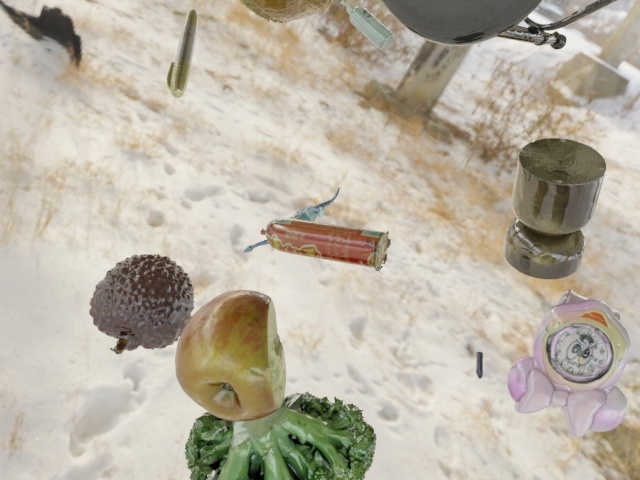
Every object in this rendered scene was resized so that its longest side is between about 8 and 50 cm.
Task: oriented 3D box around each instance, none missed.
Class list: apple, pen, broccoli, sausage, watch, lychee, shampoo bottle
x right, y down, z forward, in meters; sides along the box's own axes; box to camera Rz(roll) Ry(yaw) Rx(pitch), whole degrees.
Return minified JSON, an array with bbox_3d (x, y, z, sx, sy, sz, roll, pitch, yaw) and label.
[{"bbox_3d":[-0.119,0.162,1.009,0.160,0.195,0.173,8,41,16],"label":"apple"},{"bbox_3d":[-0.258,-0.355,1.326,0.040,0.032,0.233,-5,54,7],"label":"pen"},{"bbox_3d":[-0.094,0.454,1.400,0.414,0.320,0.310,3,-13,25],"label":"broccoli"},{"bbox_3d":[0.000,0.000,1.349,0.264,0.083,0.083,9,14,25],"label":"sausage"},{"bbox_3d":[0.480,0.226,1.334,0.211,0.248,0.217,24,4,14],"label":"watch"},{"bbox_3d":[-0.468,0.173,1.855,0.264,0.264,0.300,28,58,-6],"label":"lychee"},{"bbox_3d":[0.123,-0.612,1.972,0.195,0.056,0.056,46,27,16],"label":"shampoo bottle"}]

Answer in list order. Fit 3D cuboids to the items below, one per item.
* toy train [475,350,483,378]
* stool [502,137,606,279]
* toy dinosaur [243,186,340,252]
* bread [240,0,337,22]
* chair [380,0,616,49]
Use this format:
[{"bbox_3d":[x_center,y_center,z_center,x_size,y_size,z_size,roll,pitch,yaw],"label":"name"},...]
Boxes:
[{"bbox_3d":[0.454,0.356,2.015,0.017,0.017,0.083,26,48,-17],"label":"toy train"},{"bbox_3d":[0.505,-0.068,1.541,0.179,0.264,0.179,-2,40,2],"label":"stool"},{"bbox_3d":[-0.052,-0.037,1.915,0.076,0.329,0.144,60,-10,-29],"label":"toy dinosaur"},{"bbox_3d":[-0.047,-0.353,0.761,0.070,0.236,0.236,-8,3,32],"label":"bread"},{"bbox_3d":[0.274,-0.433,0.884,0.410,0.362,0.364,-27,97,-36],"label":"chair"}]
